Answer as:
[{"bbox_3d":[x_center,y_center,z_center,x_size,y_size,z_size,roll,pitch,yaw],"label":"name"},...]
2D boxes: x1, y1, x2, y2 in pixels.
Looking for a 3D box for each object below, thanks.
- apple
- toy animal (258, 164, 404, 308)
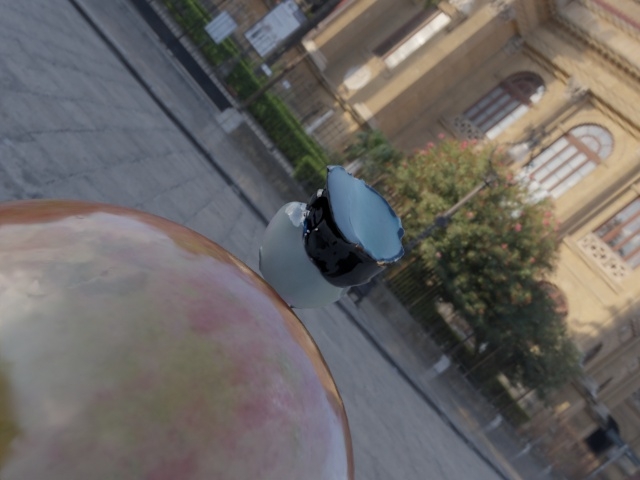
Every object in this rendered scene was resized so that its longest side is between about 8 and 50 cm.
[{"bbox_3d":[-0.164,0.156,0.416,0.364,0.364,0.364,51,4,-5],"label":"apple"},{"bbox_3d":[0.000,0.000,0.900,0.166,0.179,0.138,47,29,-20],"label":"toy animal"}]
